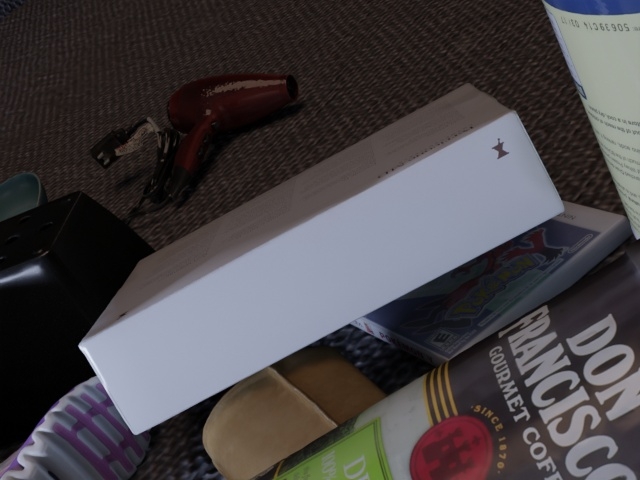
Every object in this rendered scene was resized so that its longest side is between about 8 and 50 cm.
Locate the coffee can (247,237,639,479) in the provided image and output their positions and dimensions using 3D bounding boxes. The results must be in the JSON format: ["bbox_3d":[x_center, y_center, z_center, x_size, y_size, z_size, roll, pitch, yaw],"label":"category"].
[{"bbox_3d":[0.095,0.154,0.562,0.275,0.201,0.201,-33,25,12],"label":"coffee can"}]

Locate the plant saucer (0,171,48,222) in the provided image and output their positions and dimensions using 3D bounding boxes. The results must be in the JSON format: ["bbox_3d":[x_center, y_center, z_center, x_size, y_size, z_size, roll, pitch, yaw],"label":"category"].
[{"bbox_3d":[-0.419,0.058,1.372,0.318,0.044,0.317,-36,30,25],"label":"plant saucer"}]

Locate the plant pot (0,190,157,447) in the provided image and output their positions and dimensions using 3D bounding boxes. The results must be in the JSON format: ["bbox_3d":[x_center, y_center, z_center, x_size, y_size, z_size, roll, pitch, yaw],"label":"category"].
[{"bbox_3d":[-0.263,0.063,1.161,0.187,0.167,0.188,-19,26,17],"label":"plant pot"}]

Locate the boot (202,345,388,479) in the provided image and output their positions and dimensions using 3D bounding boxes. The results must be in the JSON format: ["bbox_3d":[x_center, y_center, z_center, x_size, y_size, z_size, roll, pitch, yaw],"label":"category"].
[{"bbox_3d":[0.053,0.126,0.827,0.236,0.089,0.269,-34,25,-14],"label":"boot"}]

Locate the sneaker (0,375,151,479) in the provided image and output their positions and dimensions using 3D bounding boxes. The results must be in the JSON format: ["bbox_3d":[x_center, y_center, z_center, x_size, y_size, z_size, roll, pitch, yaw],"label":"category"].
[{"bbox_3d":[-0.240,0.203,0.978,0.104,0.095,0.236,-12,31,46],"label":"sneaker"}]

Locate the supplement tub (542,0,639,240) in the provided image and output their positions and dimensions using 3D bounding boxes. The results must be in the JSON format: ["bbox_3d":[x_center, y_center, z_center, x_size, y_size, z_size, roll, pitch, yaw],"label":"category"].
[{"bbox_3d":[0.289,-0.108,0.745,0.235,0.325,0.235,-23,27,12],"label":"supplement tub"}]

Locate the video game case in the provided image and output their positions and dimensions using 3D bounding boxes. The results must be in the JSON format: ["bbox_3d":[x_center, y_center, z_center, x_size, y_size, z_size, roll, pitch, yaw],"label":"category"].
[{"bbox_3d":[0.135,0.025,1.002,0.201,0.023,0.183,-37,27,-18],"label":"video game case"}]

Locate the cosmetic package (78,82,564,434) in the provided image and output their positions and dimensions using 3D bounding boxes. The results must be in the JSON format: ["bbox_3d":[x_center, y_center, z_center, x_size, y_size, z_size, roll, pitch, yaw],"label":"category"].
[{"bbox_3d":[0.000,0.000,1.008,0.377,0.097,0.284,-28,8,7],"label":"cosmetic package"}]

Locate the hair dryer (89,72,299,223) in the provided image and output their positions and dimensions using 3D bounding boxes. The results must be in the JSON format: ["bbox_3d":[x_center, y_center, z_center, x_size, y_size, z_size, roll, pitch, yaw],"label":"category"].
[{"bbox_3d":[-0.155,-0.133,1.551,0.293,0.080,0.223,-36,42,-3],"label":"hair dryer"}]
